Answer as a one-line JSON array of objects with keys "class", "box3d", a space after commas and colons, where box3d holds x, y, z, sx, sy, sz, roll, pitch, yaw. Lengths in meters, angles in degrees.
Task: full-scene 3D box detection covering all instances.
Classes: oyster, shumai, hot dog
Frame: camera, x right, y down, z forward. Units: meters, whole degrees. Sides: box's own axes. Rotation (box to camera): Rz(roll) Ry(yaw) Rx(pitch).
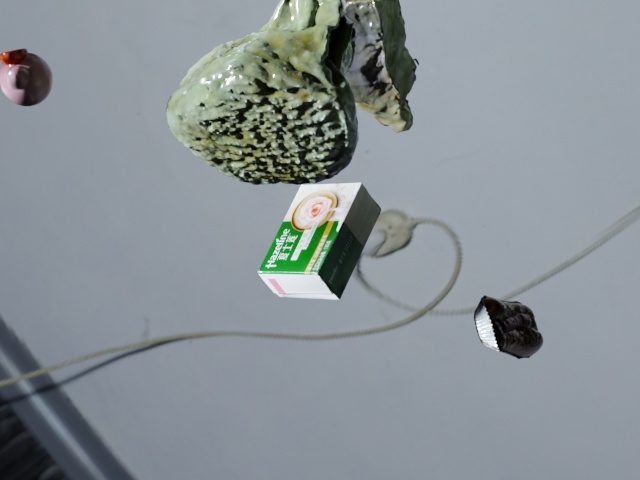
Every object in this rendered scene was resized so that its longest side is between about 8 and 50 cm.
[{"class": "oyster", "box3d": [0.084, -0.345, 1.802, 0.166, 0.110, 0.341, 25, 135, 30]}, {"class": "shumai", "box3d": [-0.063, -0.203, 1.395, 0.261, 0.222, 0.225, -11, 138, 19]}, {"class": "hot dog", "box3d": [0.334, 0.153, 1.854, 0.059, 0.191, 0.108, -22, 69, 34]}]

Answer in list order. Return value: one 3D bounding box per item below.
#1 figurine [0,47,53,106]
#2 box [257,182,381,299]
[{"class": "figurine", "box3d": [-0.371, -0.204, 1.321, 0.067, 0.083, 0.071, -14, 99, 1]}, {"class": "box", "box3d": [0.000, 0.000, 1.772, 0.135, 0.199, 0.081, 0, 140, 38]}]
